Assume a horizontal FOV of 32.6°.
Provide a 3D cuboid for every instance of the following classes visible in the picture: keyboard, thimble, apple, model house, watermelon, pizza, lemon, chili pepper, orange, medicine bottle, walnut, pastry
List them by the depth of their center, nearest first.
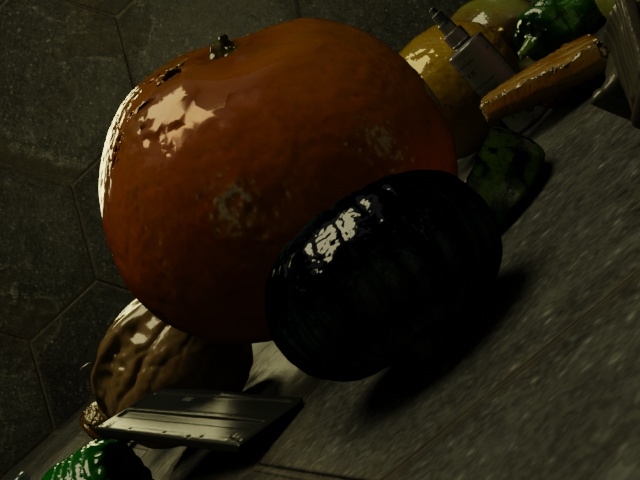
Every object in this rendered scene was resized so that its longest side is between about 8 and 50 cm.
[{"bbox_3d":[0.289,-0.167,0.840,0.188,0.122,0.229,-56,-9,-2],"label":"model house"},{"bbox_3d":[0.170,-0.048,1.109,0.119,0.063,0.245,-62,-1,35],"label":"watermelon"},{"bbox_3d":[-0.235,0.273,1.166,0.090,0.118,0.130,-38,23,9],"label":"thimble"},{"bbox_3d":[-0.170,0.185,1.184,0.103,0.041,0.381,-31,22,-37],"label":"keyboard"},{"bbox_3d":[-0.054,-0.079,1.243,0.424,0.326,0.424,-23,17,8],"label":"orange"},{"bbox_3d":[0.306,-0.209,1.362,0.188,0.062,0.199,-20,14,43],"label":"pizza"},{"bbox_3d":[-0.191,0.162,1.383,0.213,0.213,0.213,-42,5,5],"label":"walnut"},{"bbox_3d":[0.211,-0.229,1.432,0.058,0.199,0.057,-42,6,5],"label":"medicine bottle"},{"bbox_3d":[0.186,-0.215,1.577,0.256,0.188,0.188,-46,6,-15],"label":"lemon"},{"bbox_3d":[0.401,-0.367,1.741,0.270,0.099,0.136,-39,28,-27],"label":"chili pepper"},{"bbox_3d":[-0.356,0.313,1.842,0.057,0.097,0.109,-50,38,0],"label":"pastry"},{"bbox_3d":[0.297,-0.334,1.907,0.207,0.174,0.188,-60,7,-14],"label":"apple"}]

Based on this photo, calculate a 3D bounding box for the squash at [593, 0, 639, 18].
[{"bbox_3d":[0.361,-0.278,1.122,0.132,0.132,0.247,-42,7,10],"label":"squash"}]

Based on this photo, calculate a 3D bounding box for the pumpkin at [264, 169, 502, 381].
[{"bbox_3d":[0.051,0.032,0.863,0.202,0.140,0.202,-35,-10,-7],"label":"pumpkin"}]

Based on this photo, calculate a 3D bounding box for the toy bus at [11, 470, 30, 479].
[{"bbox_3d":[-0.375,0.380,1.357,0.134,0.113,0.246,-50,8,-14],"label":"toy bus"}]
